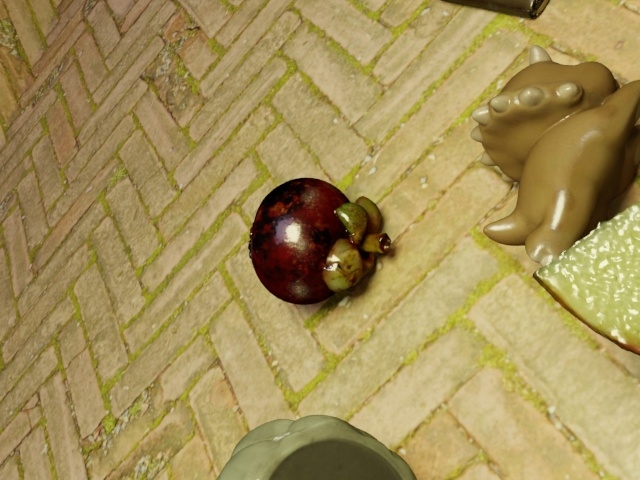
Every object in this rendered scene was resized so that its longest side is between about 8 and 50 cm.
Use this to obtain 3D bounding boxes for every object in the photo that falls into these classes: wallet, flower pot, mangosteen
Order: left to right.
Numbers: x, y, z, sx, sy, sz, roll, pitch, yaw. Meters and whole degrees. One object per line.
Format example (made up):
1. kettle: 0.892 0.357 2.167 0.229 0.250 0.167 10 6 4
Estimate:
1. flower pot: -0.011 0.306 0.811 0.195 0.246 0.246 123 155 -58
2. mangosteen: 0.000 0.000 1.062 0.200 0.200 0.199 -25 50 34
3. wallet: 0.263 -0.384 1.124 0.110 0.031 0.198 -57 39 1

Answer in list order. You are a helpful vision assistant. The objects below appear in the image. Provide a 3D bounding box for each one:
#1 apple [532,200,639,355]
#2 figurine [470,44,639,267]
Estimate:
1. apple: 0.366 -0.010 0.656 0.346 0.179 0.254 -36 21 6
2. figurine: 0.243 -0.091 0.845 0.173 0.177 0.247 20 88 31
